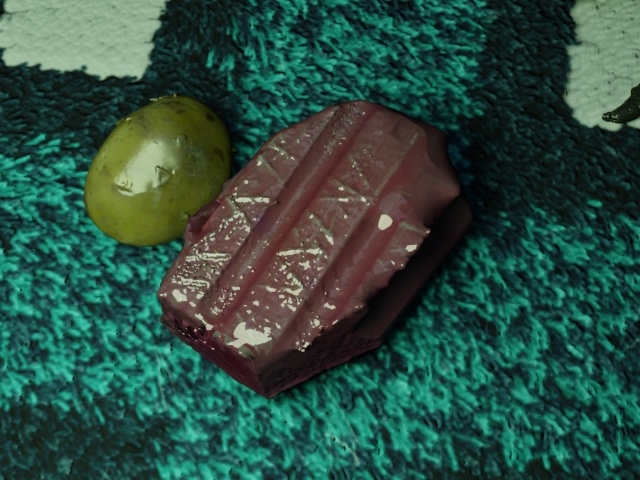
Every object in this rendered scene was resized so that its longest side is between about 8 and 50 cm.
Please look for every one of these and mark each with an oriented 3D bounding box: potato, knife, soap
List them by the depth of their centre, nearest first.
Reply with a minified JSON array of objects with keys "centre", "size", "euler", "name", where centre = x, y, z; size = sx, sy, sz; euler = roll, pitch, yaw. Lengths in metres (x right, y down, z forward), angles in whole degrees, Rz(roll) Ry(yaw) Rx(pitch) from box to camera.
[{"centre":[0.000,0.000,1.508],"size":[0.220,0.127,0.325],"euler":[32,74,18],"name":"soap"},{"centre":[-0.167,-0.075,1.563],"size":[0.137,0.137,0.176],"euler":[26,74,17],"name":"potato"},{"centre":[0.372,-0.214,1.610],"size":[0.045,0.021,0.222],"euler":[24,73,19],"name":"knife"}]
